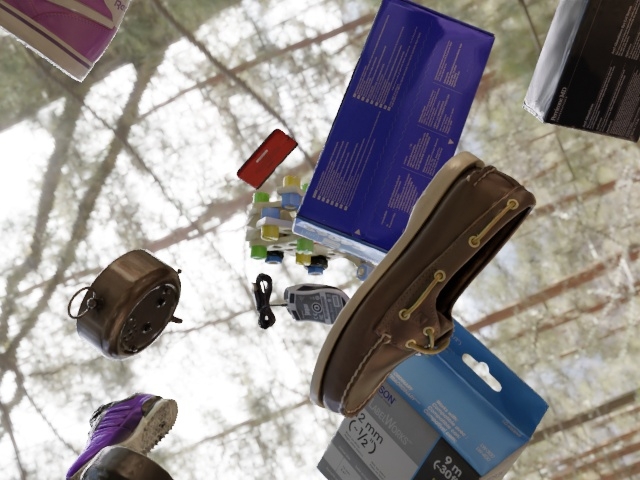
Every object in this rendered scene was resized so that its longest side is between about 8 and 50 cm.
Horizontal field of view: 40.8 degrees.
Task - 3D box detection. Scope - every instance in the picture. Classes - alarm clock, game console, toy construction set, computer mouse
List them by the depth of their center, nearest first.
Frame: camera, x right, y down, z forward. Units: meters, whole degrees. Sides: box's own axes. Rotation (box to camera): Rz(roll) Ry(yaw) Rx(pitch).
[{"bbox_3d":[-0.227,0.077,0.993,0.064,0.129,0.192,32,-174,23],"label":"alarm clock"},{"bbox_3d":[-0.026,0.105,1.447,0.042,0.193,0.106,-42,-52,-55],"label":"computer mouse"},{"bbox_3d":[0.000,0.000,1.536,0.328,0.215,0.151,31,-122,-31],"label":"toy construction set"},{"bbox_3d":[-0.128,-0.196,1.948,0.085,0.144,0.124,48,-171,36],"label":"game console"}]

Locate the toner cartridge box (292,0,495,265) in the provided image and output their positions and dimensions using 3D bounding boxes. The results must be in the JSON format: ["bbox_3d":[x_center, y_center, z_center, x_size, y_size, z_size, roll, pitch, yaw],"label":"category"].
[{"bbox_3d":[0.100,-0.145,1.150,0.075,0.165,0.347,109,-178,-74],"label":"toner cartridge box"}]

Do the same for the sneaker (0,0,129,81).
[{"bbox_3d":[-0.345,-0.322,0.964,0.282,0.161,0.102,33,-178,-13],"label":"sneaker"}]

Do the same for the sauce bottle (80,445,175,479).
[{"bbox_3d":[-0.193,0.267,0.478,0.344,0.111,0.111,-57,-48,-40],"label":"sauce bottle"}]

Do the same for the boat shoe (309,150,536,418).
[{"bbox_3d":[0.107,0.062,0.925,0.097,0.324,0.116,34,-179,25],"label":"boat shoe"}]

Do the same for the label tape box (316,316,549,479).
[{"bbox_3d":[0.166,0.315,1.369,0.115,0.347,0.249,-7,-139,-46],"label":"label tape box"}]

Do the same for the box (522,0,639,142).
[{"bbox_3d":[0.473,-0.312,1.424,0.103,0.184,0.261,-117,39,-61],"label":"box"}]

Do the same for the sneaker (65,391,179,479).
[{"bbox_3d":[-0.441,0.414,1.800,0.293,0.146,0.102,-38,-44,-47],"label":"sneaker"}]
